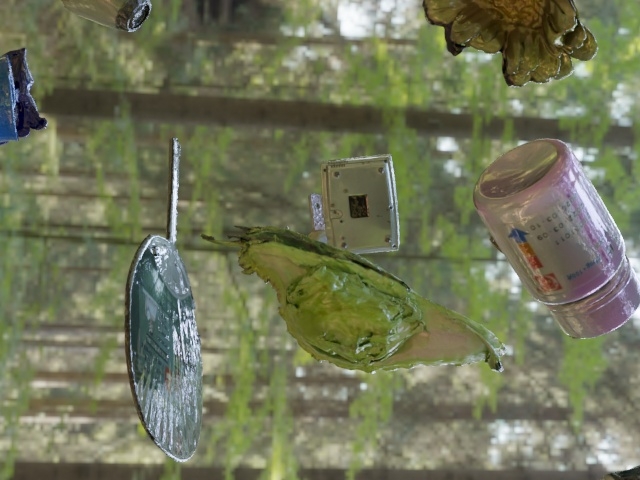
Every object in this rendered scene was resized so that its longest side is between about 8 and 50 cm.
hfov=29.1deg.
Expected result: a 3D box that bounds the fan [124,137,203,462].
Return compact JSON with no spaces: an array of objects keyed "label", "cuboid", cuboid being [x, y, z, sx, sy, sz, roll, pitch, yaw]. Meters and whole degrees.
[{"label":"fan","cuboid":[-0.132,0.075,1.136,0.294,0.012,0.223,-84,164,-52]}]

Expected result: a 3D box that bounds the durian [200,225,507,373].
[{"label":"durian","cuboid":[0.028,0.076,1.364,0.132,0.375,0.107,105,9,-65]}]

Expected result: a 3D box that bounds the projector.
[{"label":"projector","cuboid":[0.061,-0.055,1.918,0.061,0.115,0.147,-53,137,-79]}]

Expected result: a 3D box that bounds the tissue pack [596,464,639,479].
[{"label":"tissue pack","cuboid":[0.567,0.363,1.446,0.264,0.416,0.253,-129,-156,-62]}]

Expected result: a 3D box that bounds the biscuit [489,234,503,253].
[{"label":"biscuit","cuboid":[0.377,0.020,1.943,0.034,0.215,0.182,-62,175,-23]}]

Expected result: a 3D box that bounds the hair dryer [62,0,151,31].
[{"label":"hair dryer","cuboid":[-0.285,-0.383,1.495,0.088,0.218,0.225,15,92,-79]}]

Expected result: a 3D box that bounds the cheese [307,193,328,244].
[{"label":"cheese","cuboid":[0.000,0.000,2.365,0.037,0.097,0.192,-31,-119,47]}]

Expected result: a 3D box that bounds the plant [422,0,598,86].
[{"label":"plant","cuboid":[0.269,-0.385,1.805,0.297,0.261,0.306,-83,164,-76]}]

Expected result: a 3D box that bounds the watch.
[{"label":"watch","cuboid":[-0.629,-0.276,2.366,0.200,0.171,0.196,144,-71,-79]}]

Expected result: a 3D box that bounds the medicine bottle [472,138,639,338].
[{"label":"medicine bottle","cuboid":[0.323,0.000,1.657,0.254,0.152,0.152,53,10,-26]}]
